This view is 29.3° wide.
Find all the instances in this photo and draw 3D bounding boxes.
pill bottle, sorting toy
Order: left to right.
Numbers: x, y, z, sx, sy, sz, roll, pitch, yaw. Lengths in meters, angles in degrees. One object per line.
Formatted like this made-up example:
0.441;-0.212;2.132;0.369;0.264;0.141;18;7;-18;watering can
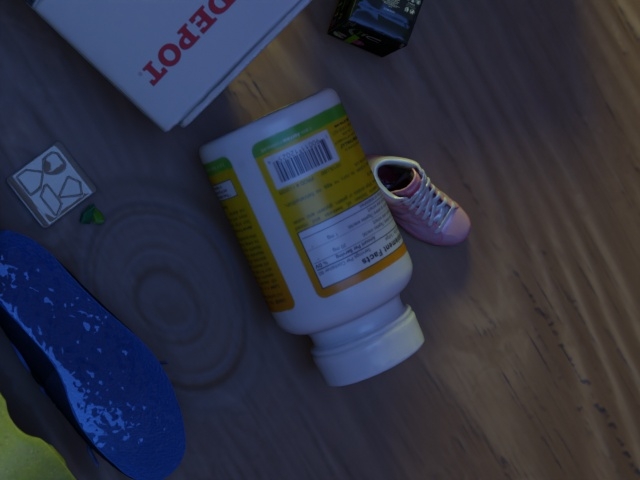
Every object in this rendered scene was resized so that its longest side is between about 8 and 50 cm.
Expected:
-0.236;-0.040;1.110;0.062;0.012;0.083;-39;96;-14;sorting toy
0.000;0.000;1.102;0.136;0.136;0.246;-26;97;-11;pill bottle

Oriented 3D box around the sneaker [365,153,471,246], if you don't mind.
0.093;-0.037;1.157;0.134;0.070;0.051;34;82;-13;sneaker

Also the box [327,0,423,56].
0.050;-0.210;1.136;0.062;0.083;0.052;21;85;-12;box

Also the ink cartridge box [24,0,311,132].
-0.154;-0.330;0.983;0.395;0.166;0.285;44;118;-10;ink cartridge box

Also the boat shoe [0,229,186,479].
-0.208;0.099;1.085;0.109;0.089;0.258;-33;93;-23;boat shoe

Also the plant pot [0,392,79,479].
-0.337;0.235;0.984;0.254;0.276;0.276;-44;100;-20;plant pot
